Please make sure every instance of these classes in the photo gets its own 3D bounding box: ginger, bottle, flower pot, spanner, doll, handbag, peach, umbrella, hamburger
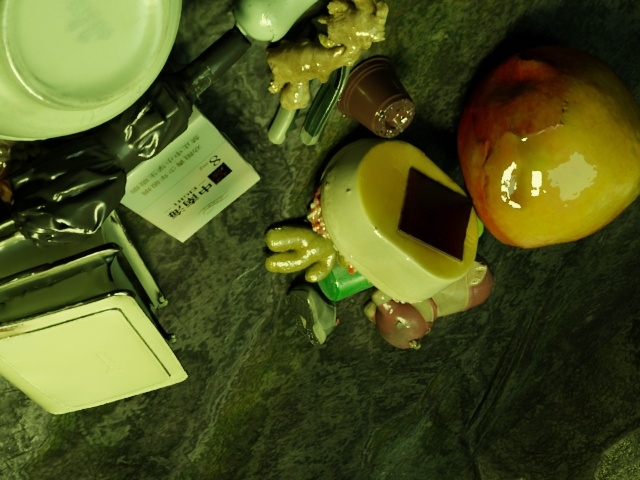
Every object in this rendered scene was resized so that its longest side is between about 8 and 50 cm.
[{"bbox_3d":[0.005,-0.260,1.128,0.052,0.176,0.193,-40,130,-51],"label":"ginger"},{"bbox_3d":[0.148,0.013,1.615,0.330,0.093,0.093,-23,144,-22],"label":"bottle"},{"bbox_3d":[0.092,-0.206,1.305,0.111,0.089,0.111,-25,144,-20],"label":"flower pot"},{"bbox_3d":[0.018,-0.265,1.210,0.095,0.040,0.325,-6,136,-38],"label":"spanner"},{"bbox_3d":[0.217,0.102,1.739,0.255,0.196,0.152,-27,108,-10],"label":"doll"},{"bbox_3d":[-0.336,0.106,1.160,0.236,0.160,0.358,-20,155,-6],"label":"handbag"},{"bbox_3d":[0.000,0.000,1.488,0.209,0.097,0.137,-3,103,-20],"label":"doll"},{"bbox_3d":[0.389,-0.156,1.466,0.372,0.290,0.373,-22,139,-20],"label":"peach"},{"bbox_3d":[-0.209,-0.123,0.988,0.340,0.118,0.118,-44,148,-12],"label":"umbrella"},{"bbox_3d":[0.123,-0.035,1.412,0.295,0.151,0.227,39,62,-20],"label":"hamburger"}]

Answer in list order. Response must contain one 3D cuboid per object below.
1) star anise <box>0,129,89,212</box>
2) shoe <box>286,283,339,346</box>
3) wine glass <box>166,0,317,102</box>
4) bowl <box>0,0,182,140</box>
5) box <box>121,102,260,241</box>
[{"bbox_3d":[-0.349,-0.127,0.982,0.288,0.088,0.288,-35,158,-17],"label":"star anise"},{"bbox_3d":[-0.008,0.125,1.631,0.077,0.074,0.194,-40,151,-18],"label":"shoe"},{"bbox_3d":[-0.098,-0.260,1.071,0.195,0.079,0.079,-40,147,2],"label":"wine glass"},{"bbox_3d":[-0.256,-0.228,0.815,0.307,0.163,0.307,-27,132,-35],"label":"bowl"},{"bbox_3d":[-0.187,-0.094,1.151,0.155,0.067,0.243,-38,161,1],"label":"box"}]
